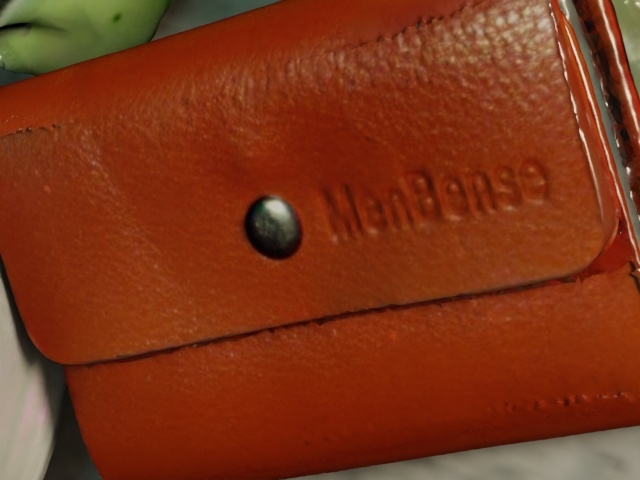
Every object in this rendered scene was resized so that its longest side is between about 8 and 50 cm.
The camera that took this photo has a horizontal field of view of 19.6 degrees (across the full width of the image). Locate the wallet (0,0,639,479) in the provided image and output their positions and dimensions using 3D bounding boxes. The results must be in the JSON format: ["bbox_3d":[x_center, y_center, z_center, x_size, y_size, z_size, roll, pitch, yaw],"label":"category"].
[{"bbox_3d":[0.000,0.000,0.537,0.204,0.045,0.142,-13,100,32],"label":"wallet"}]

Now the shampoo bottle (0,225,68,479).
[{"bbox_3d":[-0.240,0.020,0.588,0.273,0.266,0.273,-11,72,38],"label":"shampoo bottle"}]

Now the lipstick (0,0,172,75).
[{"bbox_3d":[-0.150,-0.179,0.705,0.076,0.076,0.304,-46,56,16],"label":"lipstick"}]

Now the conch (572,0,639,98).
[{"bbox_3d":[0.047,-0.075,0.540,0.180,0.065,0.088,23,88,21],"label":"conch"}]
